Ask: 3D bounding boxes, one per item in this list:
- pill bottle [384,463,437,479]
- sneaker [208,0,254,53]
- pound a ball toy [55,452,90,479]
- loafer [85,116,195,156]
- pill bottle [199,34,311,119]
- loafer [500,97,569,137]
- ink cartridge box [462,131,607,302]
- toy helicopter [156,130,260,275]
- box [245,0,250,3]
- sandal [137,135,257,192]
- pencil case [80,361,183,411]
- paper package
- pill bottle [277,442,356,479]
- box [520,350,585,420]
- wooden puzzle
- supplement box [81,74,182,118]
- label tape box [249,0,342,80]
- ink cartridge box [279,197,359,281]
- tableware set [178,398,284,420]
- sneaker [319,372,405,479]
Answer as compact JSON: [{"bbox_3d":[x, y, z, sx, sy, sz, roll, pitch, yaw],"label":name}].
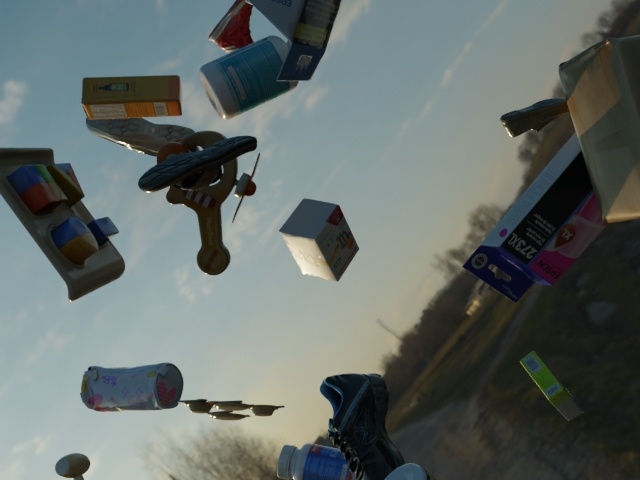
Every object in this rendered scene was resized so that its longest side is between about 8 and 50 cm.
[{"bbox_3d":[0.178,0.434,1.179,0.103,0.184,0.103,-42,17,16],"label":"pill bottle"},{"bbox_3d":[-0.216,-0.629,2.236,0.221,0.128,0.087,-37,24,37],"label":"sneaker"},{"bbox_3d":[-0.488,0.562,1.368,0.208,0.319,0.136,-31,-27,7],"label":"pound a ball toy"},{"bbox_3d":[-0.511,-0.292,2.202,0.111,0.320,0.112,113,171,-55],"label":"loafer"},{"bbox_3d":[-0.154,-0.412,1.899,0.264,0.146,0.146,-27,-19,-12],"label":"pill bottle"},{"bbox_3d":[0.423,-0.240,1.500,0.148,0.050,0.056,-15,20,-1],"label":"loafer"},{"bbox_3d":[0.476,-0.035,1.573,0.371,0.176,0.069,-51,27,14],"label":"ink cartridge box"},{"bbox_3d":[-0.256,-0.090,1.871,0.140,0.235,0.355,-88,-6,-78],"label":"toy helicopter"},{"bbox_3d":[-0.073,-0.722,2.004,0.142,0.163,0.247,120,175,-67],"label":"box"},{"bbox_3d":[-0.206,-0.123,1.332,0.219,0.090,0.060,-26,-62,-22],"label":"sandal"},{"bbox_3d":[-0.481,0.371,1.955,0.113,0.273,0.124,-30,-70,-59],"label":"pencil case"},{"bbox_3d":[0.642,-0.223,1.420,0.310,0.324,0.168,-17,1,-22],"label":"paper package"},{"bbox_3d":[0.001,0.615,2.067,0.124,0.222,0.124,8,-90,-77],"label":"pill bottle"},{"bbox_3d":[0.493,0.313,1.631,0.042,0.109,0.178,-39,-42,8],"label":"box"},{"bbox_3d":[-0.554,-0.057,1.687,0.081,0.347,0.322,-30,4,7],"label":"wooden puzzle"},{"bbox_3d":[-0.458,-0.350,1.876,0.080,0.234,0.078,102,165,-65],"label":"supplement box"},{"bbox_3d":[-0.032,-0.475,1.411,0.249,0.115,0.347,-38,-29,-71],"label":"label tape box"},{"bbox_3d":[0.000,0.000,2.043,0.128,0.127,0.176,-55,-41,-28],"label":"ink cartridge box"},{"bbox_3d":[-0.156,0.291,1.334,0.169,0.141,0.020,33,-128,-54],"label":"tableware set"},{"bbox_3d":[0.080,0.425,1.586,0.340,0.140,0.125,-103,30,-46],"label":"sneaker"}]
